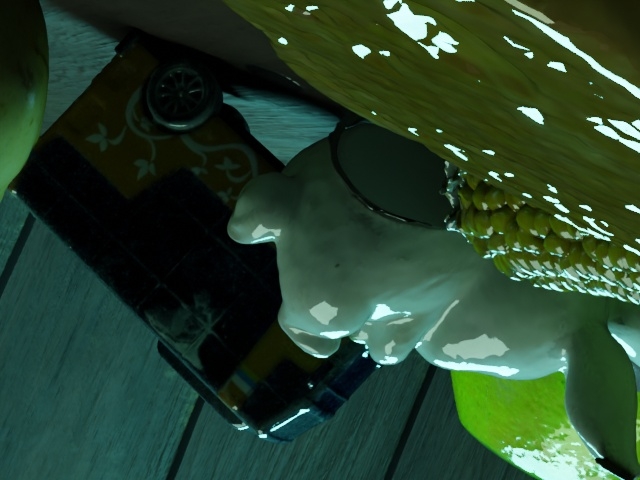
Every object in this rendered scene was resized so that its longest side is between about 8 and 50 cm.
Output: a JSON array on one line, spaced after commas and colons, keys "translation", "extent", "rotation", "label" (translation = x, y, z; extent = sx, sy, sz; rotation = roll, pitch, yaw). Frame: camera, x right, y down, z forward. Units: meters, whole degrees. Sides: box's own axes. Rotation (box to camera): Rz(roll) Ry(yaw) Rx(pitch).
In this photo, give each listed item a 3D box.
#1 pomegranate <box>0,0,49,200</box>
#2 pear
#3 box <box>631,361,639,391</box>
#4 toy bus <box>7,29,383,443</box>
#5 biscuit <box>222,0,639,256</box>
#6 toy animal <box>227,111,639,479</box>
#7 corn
[{"translation": [-0.336, -0.119, 0.871], "extent": [0.319, 0.319, 0.319], "rotation": [22, 174, 2], "label": "pomegranate"}, {"translation": [0.308, 0.188, 1.509], "extent": [0.399, 0.165, 0.399], "rotation": [20, -175, -2], "label": "pear"}, {"translation": [0.182, 0.039, 1.223], "extent": [0.404, 0.108, 0.263], "rotation": [18, 172, 45], "label": "box"}, {"translation": [-0.081, 0.005, 1.124], "extent": [0.323, 0.194, 0.162], "rotation": [43, 177, 13], "label": "toy bus"}, {"translation": [0.098, -0.046, 0.426], "extent": [0.312, 0.057, 0.351], "rotation": [25, 178, 22], "label": "biscuit"}, {"translation": [0.107, 0.027, 0.949], "extent": [0.325, 0.208, 0.154], "rotation": [32, 135, 8], "label": "toy animal"}, {"translation": [0.182, -0.016, 0.732], "extent": [0.115, 0.115, 0.318], "rotation": [26, 174, -31], "label": "corn"}]
